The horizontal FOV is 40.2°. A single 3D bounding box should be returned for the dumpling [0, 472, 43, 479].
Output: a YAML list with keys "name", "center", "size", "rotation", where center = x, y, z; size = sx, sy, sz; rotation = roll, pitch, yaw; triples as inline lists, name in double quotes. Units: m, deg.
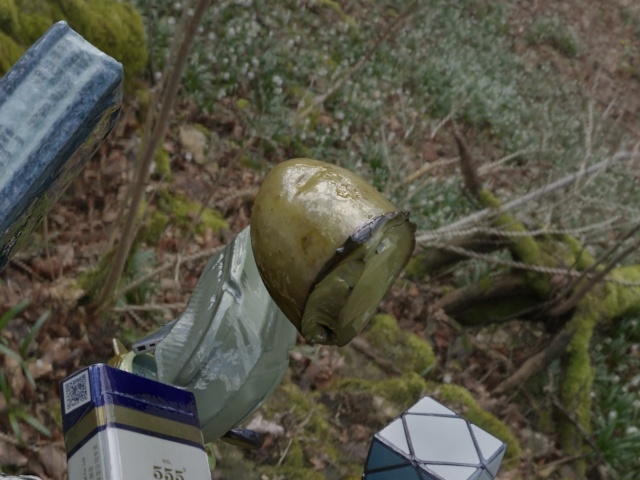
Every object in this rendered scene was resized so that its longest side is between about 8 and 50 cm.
- name: "dumpling"
  center: [-0.247, 0.215, 0.474]
  size: [0.172, 0.142, 0.247]
  rotation: [19, 39, -3]

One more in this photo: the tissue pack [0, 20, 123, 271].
- name: "tissue pack"
  center: [-0.270, -0.043, 0.724]
  size: [0.081, 0.185, 0.257]
  rotation: [37, 76, -8]

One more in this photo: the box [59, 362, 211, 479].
- name: "box"
  center: [-0.185, 0.268, 0.917]
  size: [0.168, 0.071, 0.259]
  rotation: [33, 32, -49]

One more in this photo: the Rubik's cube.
- name: "Rubik's cube"
  center: [0.218, 0.472, 1.748]
  size: [0.205, 0.205, 0.207]
  rotation: [28, 31, 28]

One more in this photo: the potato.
- name: "potato"
  center: [0.000, 0.000, 1.251]
  size: [0.242, 0.285, 0.243]
  rotation: [-3, 64, 6]

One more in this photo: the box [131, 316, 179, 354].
- name: "box"
  center: [-0.298, 0.191, 2.001]
  size: [0.285, 0.142, 0.044]
  rotation: [-29, 101, -59]

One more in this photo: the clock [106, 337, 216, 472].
- name: "clock"
  center: [-0.389, 0.385, 1.977]
  size: [0.117, 0.286, 0.348]
  rotation: [-37, 53, 8]

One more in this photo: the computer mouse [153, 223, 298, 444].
- name: "computer mouse"
  center: [-0.137, 0.164, 1.532]
  size: [0.145, 0.228, 0.429]
  rotation: [-6, 46, 37]

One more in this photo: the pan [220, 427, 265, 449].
- name: "pan"
  center: [-0.173, 0.466, 2.042]
  size: [0.114, 0.212, 0.040]
  rotation: [8, 73, 15]
